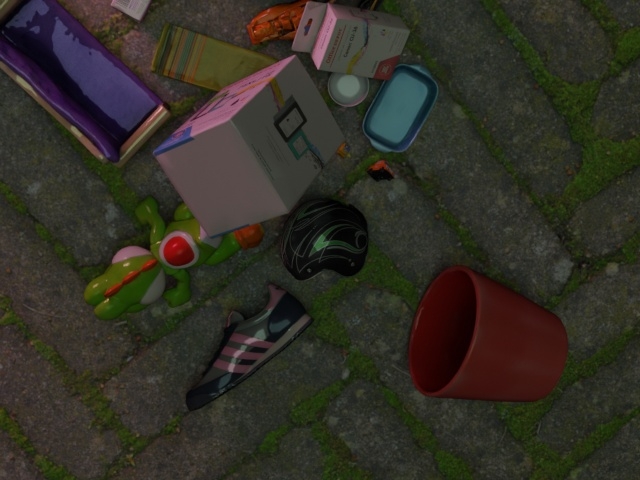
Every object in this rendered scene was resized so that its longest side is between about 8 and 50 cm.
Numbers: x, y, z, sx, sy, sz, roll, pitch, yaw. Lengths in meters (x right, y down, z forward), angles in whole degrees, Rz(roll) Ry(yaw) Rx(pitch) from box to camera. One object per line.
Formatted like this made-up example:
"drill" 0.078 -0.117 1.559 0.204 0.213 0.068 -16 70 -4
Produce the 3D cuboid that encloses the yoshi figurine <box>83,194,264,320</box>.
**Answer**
"yoshi figurine" -0.304 0.030 1.783 0.362 0.203 0.203 -34 144 -13

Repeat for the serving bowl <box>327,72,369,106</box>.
"serving bowl" 0.055 -0.311 1.799 0.083 0.027 0.083 -1 102 -6

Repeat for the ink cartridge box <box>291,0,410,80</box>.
"ink cartridge box" 0.056 -0.382 1.718 0.198 0.067 0.115 3 130 -23

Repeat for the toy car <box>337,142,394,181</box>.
"toy car" 0.098 -0.166 1.822 0.122 0.060 0.040 35 64 -19

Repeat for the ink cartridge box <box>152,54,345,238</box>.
"ink cartridge box" -0.122 -0.174 1.645 0.198 0.270 0.197 -17 114 36

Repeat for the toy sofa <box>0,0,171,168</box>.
"toy sofa" -0.457 -0.311 1.665 0.362 0.177 0.150 44 94 -12

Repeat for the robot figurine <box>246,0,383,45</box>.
"robot figurine" -0.016 -0.489 1.725 0.291 0.085 0.211 -20 104 -2

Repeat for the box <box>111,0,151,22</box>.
"box" -0.293 -0.568 1.688 0.067 0.063 0.324 27 97 -13

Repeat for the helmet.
"helmet" 0.000 0.000 1.789 0.162 0.169 0.169 6 101 -24

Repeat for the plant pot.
"plant pot" 0.349 0.211 1.837 0.243 0.275 0.274 16 99 -20

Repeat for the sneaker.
"sneaker" -0.171 0.219 1.855 0.319 0.112 0.131 -39 86 -1

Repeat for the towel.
"towel" -0.207 -0.345 1.766 0.237 0.021 0.102 16 100 -10

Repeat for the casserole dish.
"casserole dish" 0.159 -0.268 1.816 0.114 0.037 0.188 27 97 -11
